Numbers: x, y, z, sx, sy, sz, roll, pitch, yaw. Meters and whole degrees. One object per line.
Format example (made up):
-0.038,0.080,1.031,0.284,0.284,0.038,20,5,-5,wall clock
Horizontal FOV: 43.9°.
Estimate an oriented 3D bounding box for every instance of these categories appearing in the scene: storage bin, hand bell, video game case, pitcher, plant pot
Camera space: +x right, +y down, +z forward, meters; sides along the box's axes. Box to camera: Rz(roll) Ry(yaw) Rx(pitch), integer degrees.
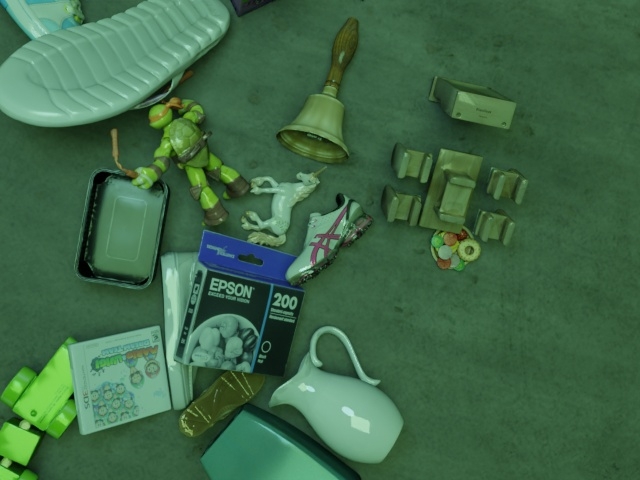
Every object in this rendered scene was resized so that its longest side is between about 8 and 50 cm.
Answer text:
-0.317,-0.019,1.279,0.122,0.084,0.180,10,89,-8,storage bin
0.023,-0.264,1.324,0.126,0.126,0.242,20,77,-8,hand bell
-0.320,0.221,1.277,0.157,0.019,0.143,-9,93,-40,video game case
0.043,0.257,1.324,0.207,0.125,0.178,32,71,4,pitcher
-0.070,0.382,1.285,0.234,0.165,0.166,42,86,1,plant pot

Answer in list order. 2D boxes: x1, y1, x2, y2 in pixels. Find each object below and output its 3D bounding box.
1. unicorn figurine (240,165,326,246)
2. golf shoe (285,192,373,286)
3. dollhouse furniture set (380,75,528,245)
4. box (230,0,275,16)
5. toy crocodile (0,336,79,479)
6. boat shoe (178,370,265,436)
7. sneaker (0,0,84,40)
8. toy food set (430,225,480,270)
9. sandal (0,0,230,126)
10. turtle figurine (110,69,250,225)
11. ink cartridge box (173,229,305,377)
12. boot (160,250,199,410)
-0.068,-0.066,1.331,0.111,0.060,0.162,13,105,-11,unicorn figurine
0.000,0.000,1.327,0.086,0.067,0.186,45,67,4,golf shoe
0.228,-0.138,1.343,0.212,0.161,0.242,11,109,-8,dollhouse furniture set
-0.115,-0.492,1.217,0.117,0.243,0.214,-25,95,-6,box
-0.474,0.310,1.263,0.115,0.105,0.341,32,82,-7,toy crocodile
-0.168,0.263,1.317,0.170,0.059,0.063,-33,88,-27,boat shoe
-0.399,-0.413,1.240,0.208,0.127,0.319,-38,96,-4,sneaker
0.232,0.012,1.386,0.082,0.020,0.083,-34,96,-6,toy food set
-0.294,-0.261,1.209,0.169,0.102,0.416,42,54,15,sandal
-0.201,-0.146,1.256,0.087,0.270,0.217,-19,122,31,turtle figurine
-0.120,0.106,1.272,0.206,0.045,0.208,16,84,-41,ink cartridge box
-0.192,0.145,1.295,0.123,0.095,0.258,-3,94,-13,boot
